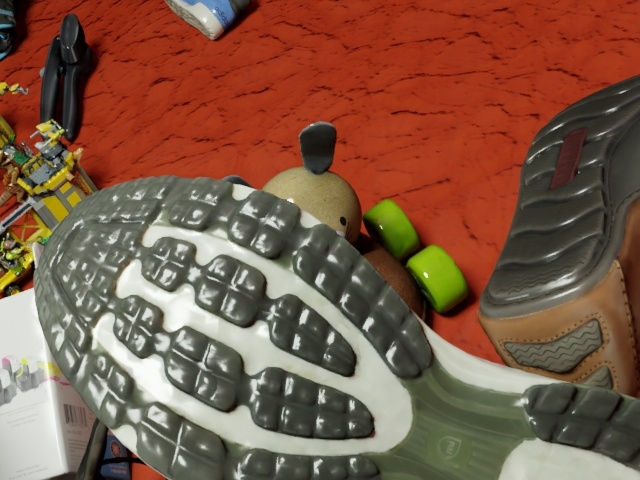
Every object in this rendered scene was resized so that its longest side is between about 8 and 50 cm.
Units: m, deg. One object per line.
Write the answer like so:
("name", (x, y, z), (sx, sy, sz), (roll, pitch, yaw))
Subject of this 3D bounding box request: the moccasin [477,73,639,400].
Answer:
("moccasin", (0.223, -0.010, 0.736), (0.139, 0.147, 0.380), (-22, 21, 29))

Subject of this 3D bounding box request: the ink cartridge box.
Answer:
("ink cartridge box", (-0.211, 0.104, 0.816), (0.062, 0.104, 0.181), (-18, 70, 12))

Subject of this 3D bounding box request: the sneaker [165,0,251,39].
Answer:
("sneaker", (-0.140, -0.307, 1.270), (0.084, 0.058, 0.152), (-42, 48, -7))

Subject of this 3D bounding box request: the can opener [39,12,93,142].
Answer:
("can opener", (-0.310, -0.186, 1.243), (0.059, 0.073, 0.186), (-7, 54, 10))

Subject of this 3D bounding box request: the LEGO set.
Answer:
("LEGO set", (-0.407, -0.087, 1.092), (0.255, 0.192, 0.331), (-38, 43, -11))

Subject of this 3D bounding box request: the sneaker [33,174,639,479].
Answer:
("sneaker", (0.022, 0.113, 0.596), (0.410, 0.182, 0.158), (30, 71, 2))

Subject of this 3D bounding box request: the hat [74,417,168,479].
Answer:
("hat", (-0.110, 0.243, 0.619), (0.134, 0.331, 0.331), (19, 48, -10))

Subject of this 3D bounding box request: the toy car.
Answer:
("toy car", (0.000, 0.000, 0.798), (0.155, 0.188, 0.149), (-34, 42, -7))

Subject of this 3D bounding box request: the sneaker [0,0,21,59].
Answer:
("sneaker", (-0.457, -0.306, 1.419), (0.140, 0.125, 0.340), (22, 54, 9))
